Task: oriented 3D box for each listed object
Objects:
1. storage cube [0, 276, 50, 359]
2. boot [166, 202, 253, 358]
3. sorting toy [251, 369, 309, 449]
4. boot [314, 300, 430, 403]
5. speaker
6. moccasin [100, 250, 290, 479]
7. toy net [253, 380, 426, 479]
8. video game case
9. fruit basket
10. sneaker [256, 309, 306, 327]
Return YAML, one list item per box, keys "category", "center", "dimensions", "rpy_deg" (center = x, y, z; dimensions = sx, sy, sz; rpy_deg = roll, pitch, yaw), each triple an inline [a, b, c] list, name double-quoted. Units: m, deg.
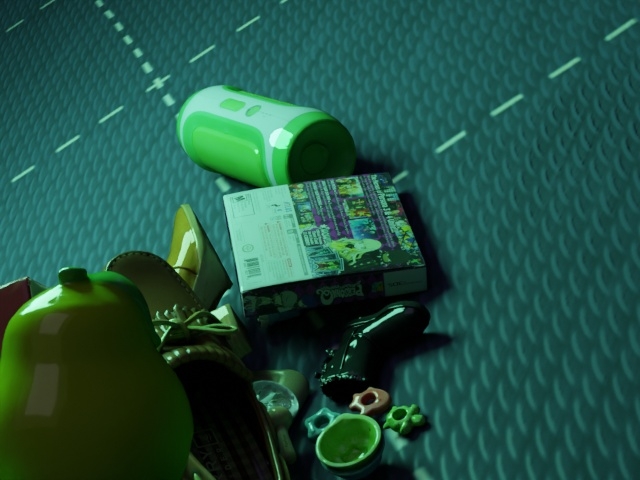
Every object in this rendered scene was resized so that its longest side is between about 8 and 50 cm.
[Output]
- category: "storage cube"
  center: [-0.321, 0.173, 1.600]
  dimensions: [0.193, 0.183, 0.215]
  rpy_deg: [-22, 68, 17]
- category: "boot"
  center: [-0.205, 0.086, 1.772]
  dimensions: [0.211, 0.104, 0.295]
  rpy_deg: [-27, 37, 2]
- category: "sorting toy"
  center: [-0.161, 0.260, 1.639]
  dimensions: [0.229, 0.041, 0.307]
  rpy_deg: [-2, 42, 35]
- category: "boot"
  center: [0.055, 0.119, 1.628]
  dimensions: [0.121, 0.045, 0.099]
  rpy_deg: [-19, 29, 36]
- category: "speaker"
  center: [-0.077, -0.131, 2.038]
  dimensions: [0.131, 0.131, 0.296]
  rpy_deg: [-43, 31, -17]
- category: "moccasin"
  center: [-0.131, 0.147, 1.525]
  dimensions: [0.139, 0.147, 0.380]
  rpy_deg: [-6, 47, -21]
- category: "toy net"
  center: [-0.011, 0.176, 1.571]
  dimensions: [0.232, 0.045, 0.122]
  rpy_deg: [14, 53, 40]
- category: "video game case"
  center: [0.000, 0.000, 1.785]
  dimensions: [0.210, 0.042, 0.232]
  rpy_deg: [-9, 30, -5]
- category: "fruit basket"
  center: [-0.192, 0.226, 1.205]
  dimensions: [0.392, 0.392, 0.283]
  rpy_deg: [-53, -9, -32]
- category: "sneaker"
  center: [-0.036, 0.044, 1.829]
  dimensions: [0.073, 0.063, 0.162]
  rpy_deg: [-5, 39, 9]
